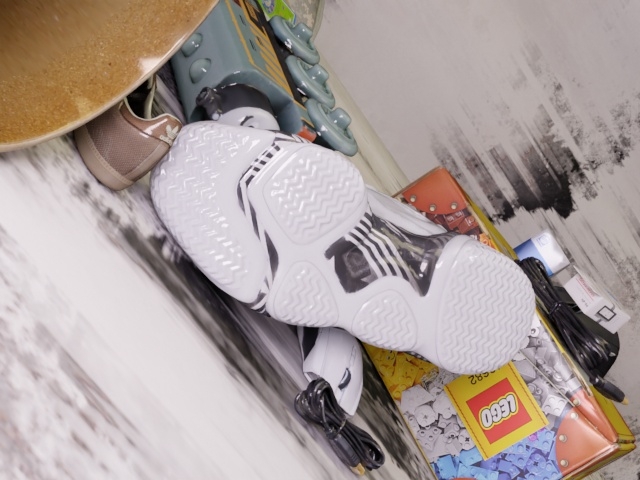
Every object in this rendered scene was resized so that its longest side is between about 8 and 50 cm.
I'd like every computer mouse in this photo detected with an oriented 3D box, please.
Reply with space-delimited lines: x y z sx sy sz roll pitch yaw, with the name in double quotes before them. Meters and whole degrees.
"computer mouse" 0.014 0.115 0.808 0.106 0.042 0.193 51 12 -23
"computer mouse" 0.332 0.122 1.103 0.262 0.060 0.184 43 17 -49

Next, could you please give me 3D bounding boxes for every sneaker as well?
"sneaker" -0.154 -0.123 0.675 0.188 0.071 0.066 63 12 26
"sneaker" 0.000 0.000 0.816 0.365 0.137 0.210 25 1 -26

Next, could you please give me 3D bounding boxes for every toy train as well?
"toy train" -0.082 -0.170 1.001 0.190 0.142 0.334 32 26 -38

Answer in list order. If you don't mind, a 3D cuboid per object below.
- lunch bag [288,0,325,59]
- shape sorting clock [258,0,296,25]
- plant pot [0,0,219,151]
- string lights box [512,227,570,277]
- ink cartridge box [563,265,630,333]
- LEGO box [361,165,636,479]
"lunch bag" -0.108 -0.447 1.534 0.235 0.169 0.287 47 40 -39
"shape sorting clock" -0.098 -0.322 1.389 0.206 0.040 0.206 16 71 -57
"plant pot" -0.188 -0.218 0.483 0.254 0.237 0.237 44 9 8
"string lights box" 0.312 0.081 1.636 0.077 0.259 0.133 59 10 10
"ink cartridge box" 0.305 0.066 1.029 0.083 0.028 0.048 31 21 -37
"LEGO box" 0.233 0.159 1.238 0.372 0.193 0.500 61 12 21
